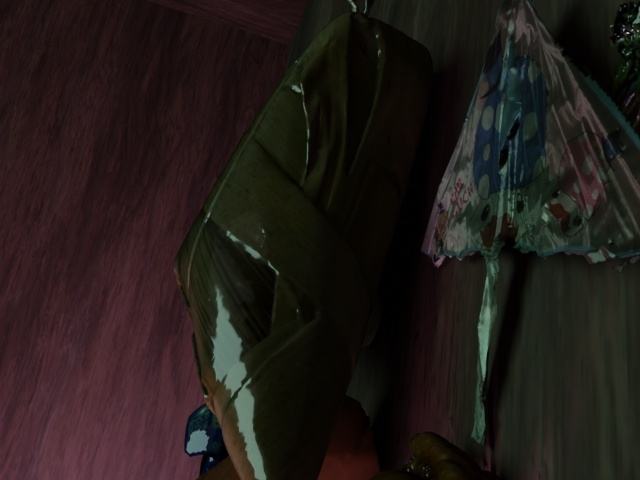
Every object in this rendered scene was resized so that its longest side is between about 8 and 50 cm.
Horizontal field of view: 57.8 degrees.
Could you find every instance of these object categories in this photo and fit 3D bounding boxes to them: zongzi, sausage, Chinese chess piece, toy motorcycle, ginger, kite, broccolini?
[{"bbox_3d":[0.044,-0.046,0.585,0.500,0.218,0.467,-60,28,11],"label":"zongzi"},{"bbox_3d":[-0.069,0.277,0.599,0.304,0.121,0.121,-36,11,-5],"label":"sausage"},{"bbox_3d":[0.051,0.098,0.749,0.084,0.034,0.084,-164,90,-77],"label":"Chinese chess piece"},{"bbox_3d":[-0.111,0.331,0.832,0.125,0.196,0.331,-93,22,-53],"label":"toy motorcycle"},{"bbox_3d":[0.071,0.183,0.414,0.073,0.103,0.162,63,164,15],"label":"ginger"},{"bbox_3d":[0.134,-0.029,0.439,0.406,0.014,0.368,159,117,-83],"label":"kite"},{"bbox_3d":[0.171,-0.078,0.391,0.194,0.054,0.052,122,139,-61],"label":"broccolini"}]
